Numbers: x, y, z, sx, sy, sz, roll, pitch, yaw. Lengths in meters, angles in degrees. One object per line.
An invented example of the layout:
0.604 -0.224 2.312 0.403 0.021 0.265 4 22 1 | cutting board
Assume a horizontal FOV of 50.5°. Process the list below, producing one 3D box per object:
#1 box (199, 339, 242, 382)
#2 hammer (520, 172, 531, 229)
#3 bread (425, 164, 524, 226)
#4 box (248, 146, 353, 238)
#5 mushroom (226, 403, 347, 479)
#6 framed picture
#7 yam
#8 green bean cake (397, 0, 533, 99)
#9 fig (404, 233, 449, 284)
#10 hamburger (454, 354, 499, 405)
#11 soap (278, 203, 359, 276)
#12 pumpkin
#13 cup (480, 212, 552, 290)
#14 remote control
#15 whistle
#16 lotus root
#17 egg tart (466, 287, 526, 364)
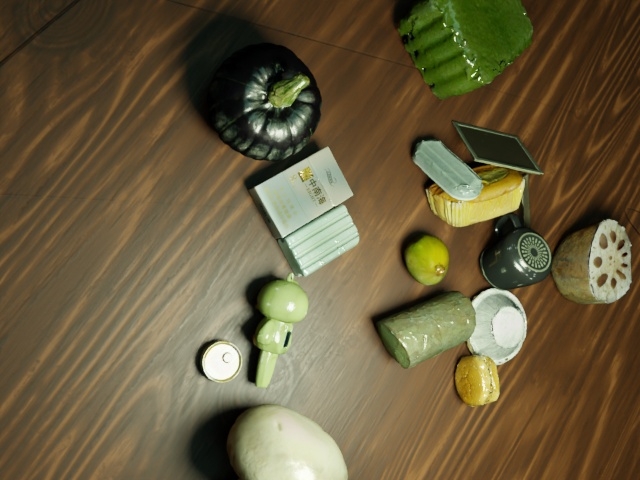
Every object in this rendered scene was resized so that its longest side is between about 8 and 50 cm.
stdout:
-0.251 0.304 1.706 0.105 0.037 0.106 2 86 -24 | box
0.633 -0.065 2.073 0.125 0.027 0.297 -26 116 -26 | hammer
0.456 -0.136 1.987 0.288 0.152 0.119 -17 122 -23 | bread
-0.050 -0.128 1.806 0.243 0.067 0.155 -33 101 -21 | box
-0.111 0.525 1.633 0.315 0.356 0.315 -2 90 -67 | mushroom
0.529 -0.276 2.034 0.252 0.014 0.197 8 41 -23 | framed picture
0.294 0.247 1.882 0.268 0.161 0.161 -21 95 -24 | yam
0.425 -0.616 1.981 0.319 0.218 0.335 -42 109 -28 | green bean cake
0.304 0.055 1.925 0.136 0.121 0.153 3 60 -28 | fig
0.448 0.403 1.950 0.083 0.138 0.147 3 77 -21 | hamburger
0.000 0.000 1.820 0.198 0.066 0.119 -31 100 -22 | soap
-0.128 -0.342 1.676 0.295 0.296 0.296 2 86 -23 | pumpkin
0.570 0.036 2.008 0.169 0.176 0.223 -3 71 -24 | cup
0.358 -0.204 1.923 0.104 0.052 0.247 -26 54 -23 | remote control
-0.127 0.221 1.736 0.141 0.141 0.294 25 94 -20 | whistle
0.839 0.074 2.120 0.272 0.192 0.272 6 79 -32 | lotus root
0.534 0.256 2.023 0.234 0.094 0.234 2 84 -27 | egg tart
